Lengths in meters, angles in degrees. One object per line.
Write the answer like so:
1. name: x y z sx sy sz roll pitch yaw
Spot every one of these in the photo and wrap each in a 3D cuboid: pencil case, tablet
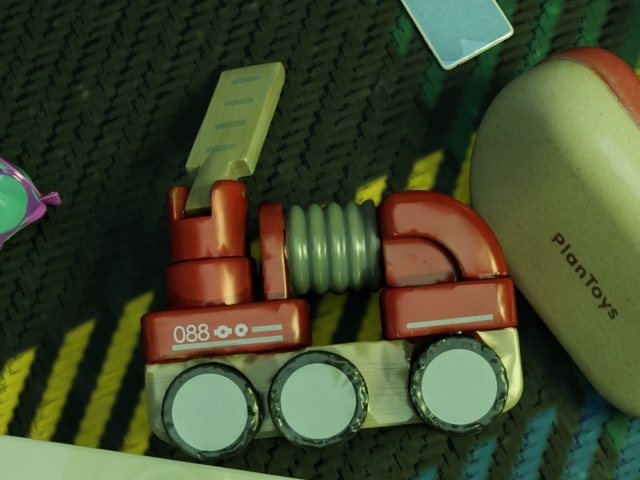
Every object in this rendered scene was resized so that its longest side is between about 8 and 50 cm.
1. pencil case: -0.235 0.014 1.030 0.070 0.064 0.152 32 79 12
2. tablet: 0.085 -0.158 1.091 0.054 0.006 0.083 -29 75 -5

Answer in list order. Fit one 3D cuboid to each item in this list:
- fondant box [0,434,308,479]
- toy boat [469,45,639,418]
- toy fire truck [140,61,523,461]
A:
1. fondant box: -0.095 0.248 0.931 0.330 0.096 0.238 6 76 12
2. toy boat: 0.203 -0.016 0.998 0.151 0.151 0.231 -26 75 -36
3. toy fire truck: 0.000 0.000 0.997 0.217 0.158 0.246 -6 86 1
